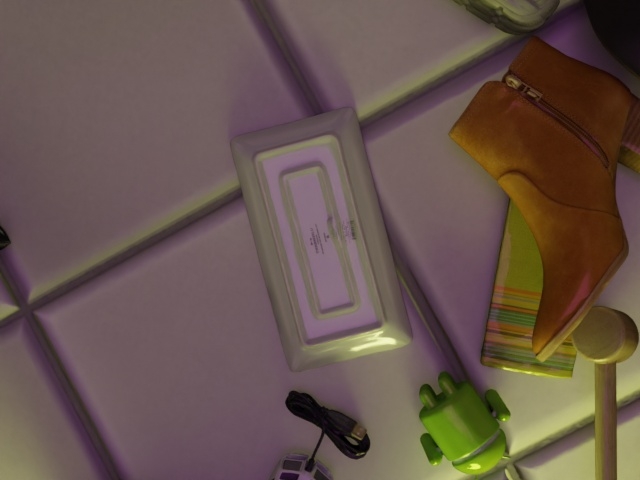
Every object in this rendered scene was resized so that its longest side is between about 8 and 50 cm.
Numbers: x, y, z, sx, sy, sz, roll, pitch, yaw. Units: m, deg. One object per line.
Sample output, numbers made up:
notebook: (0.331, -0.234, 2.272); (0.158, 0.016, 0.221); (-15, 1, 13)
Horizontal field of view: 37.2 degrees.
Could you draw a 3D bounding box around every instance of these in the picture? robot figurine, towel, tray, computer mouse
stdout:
robot figurine: (0.150, 0.197, 1.010); (0.101, 0.067, 0.115); (-36, 89, 6)
towel: (0.240, 0.026, 1.024); (0.102, 0.021, 0.237); (10, 92, -1)
tray: (0.000, 0.000, 1.037); (0.145, 0.030, 0.271); (-15, 90, 4)
computer mouse: (-0.026, 0.270, 1.043); (0.106, 0.042, 0.193); (26, 88, -1)

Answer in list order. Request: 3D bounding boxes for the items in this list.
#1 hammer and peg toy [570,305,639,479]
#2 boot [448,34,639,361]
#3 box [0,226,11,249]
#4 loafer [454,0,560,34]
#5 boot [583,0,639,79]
hammer and peg toy: (0.428, 0.192, 0.942); (0.361, 0.127, 0.266); (11, 94, 32)
boot: (0.217, -0.049, 0.963); (0.211, 0.104, 0.295); (31, 78, 8)
box: (-0.549, -0.045, 1.065); (0.295, 0.073, 0.293); (-30, 88, 6)
loafer: (0.116, -0.337, 0.984); (0.319, 0.112, 0.111); (33, 89, -4)
boot: (0.361, -0.195, 0.975); (0.112, 0.115, 0.305); (-32, 71, 18)
